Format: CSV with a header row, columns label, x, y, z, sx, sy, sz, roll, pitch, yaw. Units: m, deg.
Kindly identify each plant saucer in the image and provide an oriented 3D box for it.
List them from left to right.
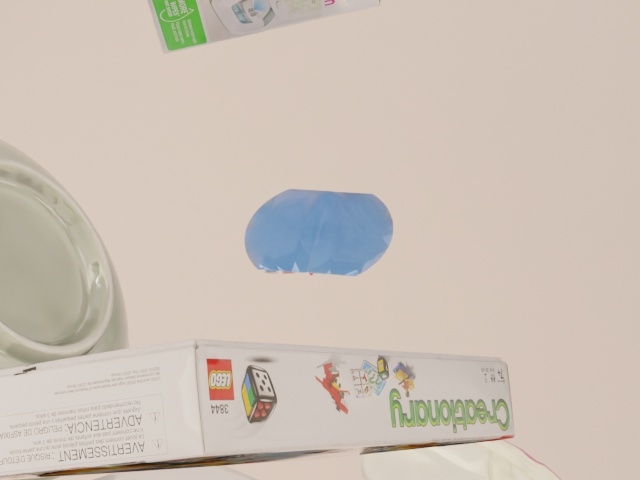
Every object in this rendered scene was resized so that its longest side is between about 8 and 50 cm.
label,x,y,z,sx,sy,sz,roll,pitch,yaw
plant saucer,-0.310,0.034,1.312,0.400,0.100,0.400,37,-143,-35

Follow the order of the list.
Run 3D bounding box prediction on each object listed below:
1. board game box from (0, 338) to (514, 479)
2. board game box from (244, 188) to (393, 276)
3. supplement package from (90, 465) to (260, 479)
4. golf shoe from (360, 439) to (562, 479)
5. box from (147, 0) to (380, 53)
label,x,y,z,sx,sy,sz,roll,pitch,yaw
board game box,-0.047,0.094,0.730,0.305,0.193,0.053,10,-108,-56
board game box,0.000,0.000,1.529,0.133,0.168,0.033,-74,-18,-44
supplement package,-0.121,0.312,1.254,0.262,0.204,0.145,0,-73,-67
golf shoe,0.142,0.244,0.963,0.140,0.306,0.115,-37,-21,-49
box,-0.079,-0.350,1.357,0.231,0.262,0.127,-13,-24,-2
